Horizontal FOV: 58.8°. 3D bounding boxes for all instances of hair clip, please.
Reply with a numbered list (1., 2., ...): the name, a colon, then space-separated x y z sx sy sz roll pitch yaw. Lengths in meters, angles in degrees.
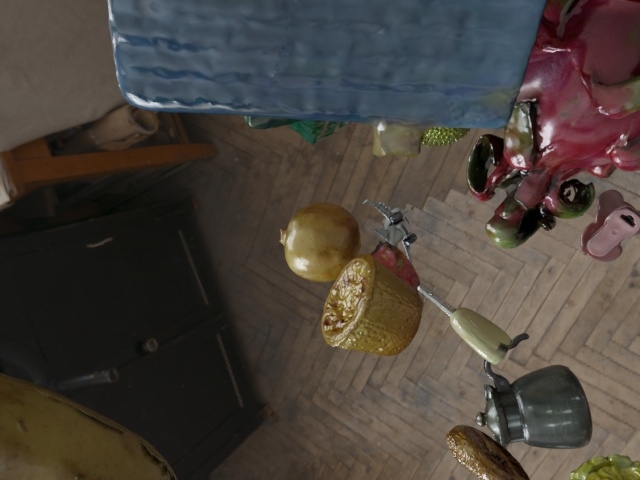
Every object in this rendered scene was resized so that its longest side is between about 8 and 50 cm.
1. hair clip: 0.635 -0.026 1.244 0.123 0.102 0.138 37 120 10

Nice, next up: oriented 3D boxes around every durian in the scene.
1. durian: 0.289 -0.301 1.395 0.159 0.198 0.146 55 163 7

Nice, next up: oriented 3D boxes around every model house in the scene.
1. model house: -0.018 -0.239 0.504 0.334 0.382 0.343 3 91 -1

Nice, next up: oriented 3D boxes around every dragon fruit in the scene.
1. dragon fruit: 0.242 -0.142 0.538 0.218 0.198 0.273 35 134 1
2. dragon fruit: 0.178 0.139 1.504 0.189 0.163 0.262 9 119 26

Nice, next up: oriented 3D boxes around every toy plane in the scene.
1. toy plane: 0.222 -0.039 1.647 0.101 0.255 0.251 -27 106 29

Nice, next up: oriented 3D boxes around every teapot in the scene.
1. teapot: 0.563 0.441 1.560 0.285 0.223 0.305 -12 111 4

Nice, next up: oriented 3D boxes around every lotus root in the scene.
1. lotus root: -0.194 0.191 0.384 0.284 0.160 0.146 38 160 -28

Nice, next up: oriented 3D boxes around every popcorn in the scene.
1. popcorn: 0.399 0.356 0.755 0.141 0.162 0.135 -36 61 3

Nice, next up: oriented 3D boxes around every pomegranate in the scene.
1. pomegranate: 0.007 0.003 1.560 0.233 0.233 0.233 6 105 25

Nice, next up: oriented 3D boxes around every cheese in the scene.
1. cheese: 0.332 0.185 1.334 0.251 0.127 0.054 39 111 16

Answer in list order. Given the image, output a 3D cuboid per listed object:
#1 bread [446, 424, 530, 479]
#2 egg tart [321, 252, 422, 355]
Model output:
1. bread: 0.342 0.453 1.169 0.193 0.193 0.064 34 95 15
2. egg tart: 0.109 0.138 1.154 0.147 0.202 0.202 23 116 -19
